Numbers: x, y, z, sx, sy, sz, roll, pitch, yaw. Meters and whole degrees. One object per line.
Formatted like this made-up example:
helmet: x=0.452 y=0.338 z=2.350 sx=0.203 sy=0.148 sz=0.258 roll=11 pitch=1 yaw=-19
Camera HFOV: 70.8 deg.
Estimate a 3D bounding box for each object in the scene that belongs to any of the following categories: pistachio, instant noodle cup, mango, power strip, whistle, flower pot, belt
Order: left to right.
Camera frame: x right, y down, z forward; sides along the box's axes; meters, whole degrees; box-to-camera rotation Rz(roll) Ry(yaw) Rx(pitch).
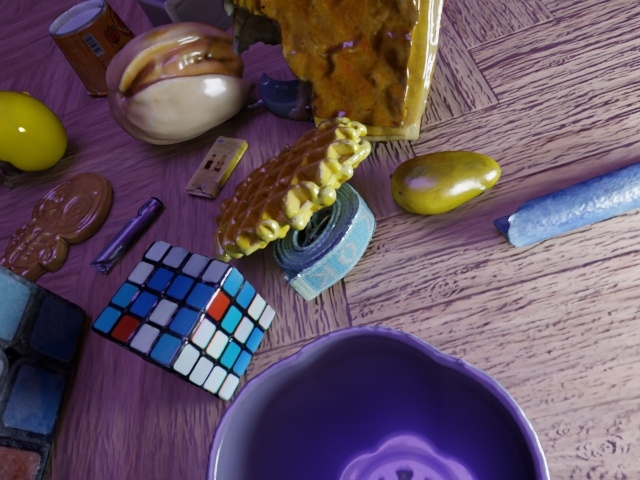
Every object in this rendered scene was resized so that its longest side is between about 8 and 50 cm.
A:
instant noodle cup: x=-0.593 y=-0.523 z=1.206 sx=0.216 sy=0.172 sz=0.215 roll=-9 pitch=55 yaw=13
whistle: x=-0.370 y=-0.012 z=0.869 sx=0.033 sy=0.033 sz=0.176 roll=24 pitch=68 yaw=32
pistachio: x=-0.302 y=-0.321 z=0.945 sx=0.309 sy=0.230 sz=0.229 roll=-23 pitch=53 yaw=0
power strip: x=-0.053 y=-0.315 z=0.944 sx=0.216 sy=0.044 sz=0.137 roll=-9 pitch=56 yaw=14
belt: x=0.006 y=-0.007 z=0.691 sx=0.163 sy=0.082 sz=0.147 roll=-37 pitch=41 yaw=1
flower pot: x=0.058 y=0.240 z=0.409 sx=0.265 sy=0.243 sz=0.265 roll=-9 pitch=58 yaw=14
mango: x=0.188 y=-0.091 z=0.684 sx=0.161 sy=0.076 sz=0.103 roll=-12 pitch=50 yaw=9
whistle: x=0.389 y=-0.062 z=0.597 sx=0.304 sy=0.062 sz=0.062 roll=-20 pitch=53 yaw=8

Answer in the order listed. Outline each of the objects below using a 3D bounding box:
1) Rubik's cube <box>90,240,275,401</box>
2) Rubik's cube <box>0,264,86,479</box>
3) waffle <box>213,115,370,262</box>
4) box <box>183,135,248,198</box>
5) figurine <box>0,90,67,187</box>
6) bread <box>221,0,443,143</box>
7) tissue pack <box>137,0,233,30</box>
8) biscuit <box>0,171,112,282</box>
Rubik's cube: x=-0.184 y=0.114 z=0.639 sx=0.154 sy=0.155 sz=0.151 roll=16 pitch=63 yaw=28
Rubik's cube: x=-0.612 y=0.208 z=0.615 sx=0.359 sy=0.363 sz=0.362 roll=-12 pitch=56 yaw=11
waffle: x=-0.062 y=-0.087 z=0.715 sx=0.309 sy=0.065 sz=0.283 roll=-42 pitch=25 yaw=-2
box: x=-0.209 y=-0.147 z=0.906 sx=0.073 sy=0.020 sz=0.149 roll=14 pitch=64 yaw=27
figurine: x=-0.771 y=-0.225 z=1.063 sx=0.344 sy=0.215 sz=0.187 roll=-16 pitch=85 yaw=19
bread: x=0.020 y=-0.349 z=0.775 sx=0.370 sy=0.314 sz=0.191 roll=14 pitch=35 yaw=15
tissue pack: x=-0.324 y=-0.636 z=1.190 sx=0.136 sy=0.159 sz=0.246 roll=33 pitch=73 yaw=33
biscuit: x=-0.562 y=-0.032 z=0.952 sx=0.202 sy=0.044 sz=0.288 roll=26 pitch=68 yaw=32
